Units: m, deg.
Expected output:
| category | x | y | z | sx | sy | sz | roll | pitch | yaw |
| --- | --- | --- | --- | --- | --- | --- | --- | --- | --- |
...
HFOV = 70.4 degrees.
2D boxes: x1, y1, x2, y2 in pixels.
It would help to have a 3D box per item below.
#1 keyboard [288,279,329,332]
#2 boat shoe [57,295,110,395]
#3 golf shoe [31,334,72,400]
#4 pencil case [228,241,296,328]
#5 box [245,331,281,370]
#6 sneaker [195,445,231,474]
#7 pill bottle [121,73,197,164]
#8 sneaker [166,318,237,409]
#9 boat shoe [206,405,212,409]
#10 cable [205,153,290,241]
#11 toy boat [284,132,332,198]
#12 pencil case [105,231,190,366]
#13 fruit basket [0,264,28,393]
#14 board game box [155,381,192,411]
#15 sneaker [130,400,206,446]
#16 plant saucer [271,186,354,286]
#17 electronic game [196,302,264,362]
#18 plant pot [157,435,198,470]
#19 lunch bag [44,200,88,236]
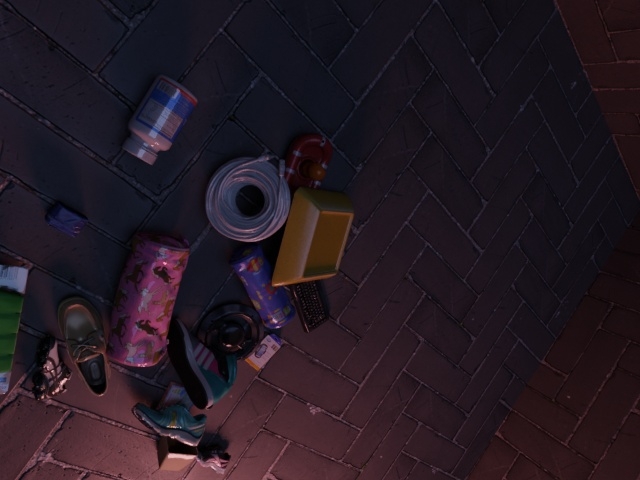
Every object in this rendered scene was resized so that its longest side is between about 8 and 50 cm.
| category | x | y | z | sx | sy | sz | roll | pitch | yaw |
| --- | --- | --- | --- | --- | --- | --- | --- | --- | --- |
| keyboard | -0.078 | 0.208 | 1.668 | 0.202 | 0.033 | 0.317 | -27 | 117 | -21 |
| boat shoe | -0.666 | 0.305 | 1.297 | 0.109 | 0.098 | 0.302 | -15 | 113 | -27 |
| golf shoe | -0.753 | 0.354 | 1.284 | 0.094 | 0.077 | 0.198 | 3 | 111 | -43 |
| pencil case | -0.197 | 0.149 | 1.511 | 0.119 | 0.133 | 0.306 | -44 | 121 | -34 |
| box | -0.208 | 0.398 | 1.650 | 0.136 | 0.028 | 0.081 | -46 | 123 | -14 |
| sneaker | -0.395 | 0.773 | 1.640 | 0.077 | 0.072 | 0.178 | -55 | 133 | -19 |
| pill bottle | -0.439 | -0.321 | 1.224 | 0.124 | 0.124 | 0.221 | 32 | 88 | -34 |
| sneaker | -0.363 | 0.369 | 1.451 | 0.124 | 0.295 | 0.178 | -40 | 161 | 32 |
| boat shoe | -0.410 | 0.460 | 1.497 | 0.080 | 0.076 | 0.228 | -23 | 105 | -35 |
| cable | -0.219 | -0.126 | 1.383 | 0.257 | 0.089 | 0.256 | -4 | 94 | 3 |
| toy boat | -0.033 | -0.234 | 1.481 | 0.151 | 0.151 | 0.231 | 18 | 95 | -34 |
| pencil case | -0.498 | 0.163 | 1.322 | 0.160 | 0.167 | 0.385 | 17 | 98 | 10 |
| fruit basket | -0.913 | 0.203 | 1.060 | 0.353 | 0.165 | 0.326 | 9 | 84 | -33 |
| board game box | -0.491 | 0.559 | 1.528 | 0.103 | 0.026 | 0.154 | 30 | 89 | -35 |
| sneaker | -0.489 | 0.575 | 1.475 | 0.275 | 0.107 | 0.109 | 42 | 62 | -38 |
| plant saucer | 0.000 | 0.000 | 1.531 | 0.333 | 0.081 | 0.332 | -2 | 111 | -59 |
| electronic game | -0.305 | 0.320 | 1.552 | 0.229 | 0.048 | 0.229 | -7 | 109 | -21 |
| plant pot | -0.494 | 0.712 | 1.534 | 0.109 | 0.109 | 0.096 | 25 | 104 | -35 |
| lunch bag | -0.676 | -0.056 | 1.197 | 0.098 | 0.067 | 0.065 | 37 | 84 | -33 |
